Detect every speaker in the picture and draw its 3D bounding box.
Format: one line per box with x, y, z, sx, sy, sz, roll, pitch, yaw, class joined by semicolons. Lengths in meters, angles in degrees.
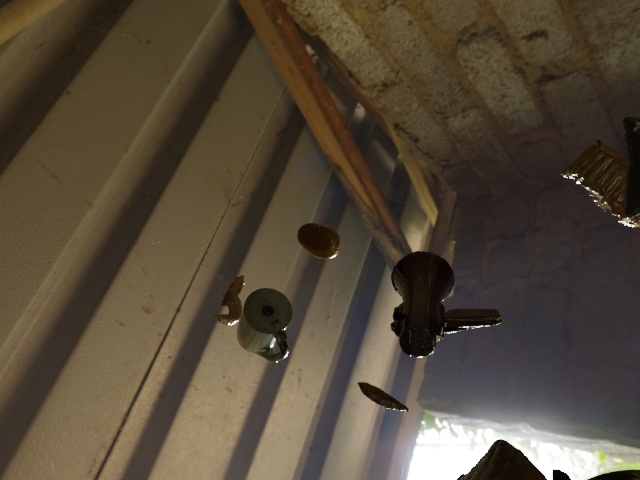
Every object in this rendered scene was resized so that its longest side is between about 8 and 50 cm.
0.329;0.199;1.148;0.260;0.198;0.329;18;-151;0;speaker

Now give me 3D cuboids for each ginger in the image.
-0.286;0.190;1.302;0.075;0.089;0.288;46;-165;-19;ginger

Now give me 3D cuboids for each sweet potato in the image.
0.224;0.578;1.490;0.068;0.206;0.059;-36;-36;-67;sweet potato

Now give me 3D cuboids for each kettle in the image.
-0.197;0.319;1.444;0.165;0.255;0.240;-26;-110;-35;kettle

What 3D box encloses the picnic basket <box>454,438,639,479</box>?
0.419;0.461;0.643;0.293;0.338;0.336;66;-149;-68;picnic basket

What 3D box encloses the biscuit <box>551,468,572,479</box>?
0.859;0.870;1.455;0.027;0.087;0.089;17;-84;-25;biscuit

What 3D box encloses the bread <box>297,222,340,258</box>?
0.000;0.000;1.400;0.078;0.189;0.114;6;-76;-45;bread

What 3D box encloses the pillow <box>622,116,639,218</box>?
0.664;-0.141;0.742;0.250;0.106;0.185;-5;-83;-5;pillow

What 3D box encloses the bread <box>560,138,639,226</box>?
0.827;-0.159;1.135;0.275;0.149;0.274;18;-144;-14;bread
